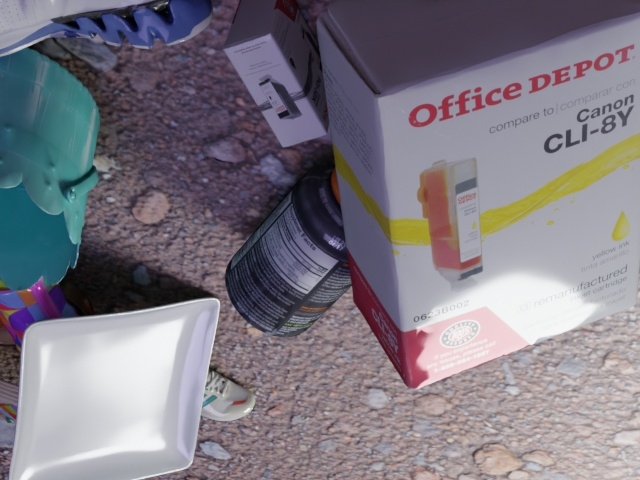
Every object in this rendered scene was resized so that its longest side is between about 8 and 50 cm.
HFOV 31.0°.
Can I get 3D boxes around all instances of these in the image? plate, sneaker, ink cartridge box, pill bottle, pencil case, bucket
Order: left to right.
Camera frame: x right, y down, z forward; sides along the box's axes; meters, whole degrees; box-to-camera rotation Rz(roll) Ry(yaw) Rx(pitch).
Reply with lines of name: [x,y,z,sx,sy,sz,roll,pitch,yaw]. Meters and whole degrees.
bucket: [-0.379,-0.084,1.271,0.281,0.183,0.281,8,151,4]
sneaker: [-0.273,-0.290,1.144,0.316,0.127,0.182,-3,129,6]
pencil case: [-0.356,0.109,1.502,0.104,0.104,0.236,-6,133,17]
plate: [-0.277,0.203,1.520,0.278,0.045,0.277,-7,120,-37]
sneaker: [-0.167,0.203,1.626,0.161,0.057,0.075,17,140,0]
ink cartridge box: [-0.038,-0.181,1.200,0.056,0.099,0.135,-14,130,23]
pill bottle: [0.000,0.000,1.345,0.130,0.130,0.245,30,132,-16]
ink cartridge box: [0.167,-0.070,1.148,0.279,0.160,0.384,-19,133,-10]

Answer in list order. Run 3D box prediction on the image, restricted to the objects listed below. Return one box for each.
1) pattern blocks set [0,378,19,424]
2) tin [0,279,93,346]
pattern blocks set: [-0.446,0.233,1.647,0.325,0.026,0.285,4,147,42]
tin: [-0.405,0.099,1.595,0.190,0.040,0.106,-3,128,14]
